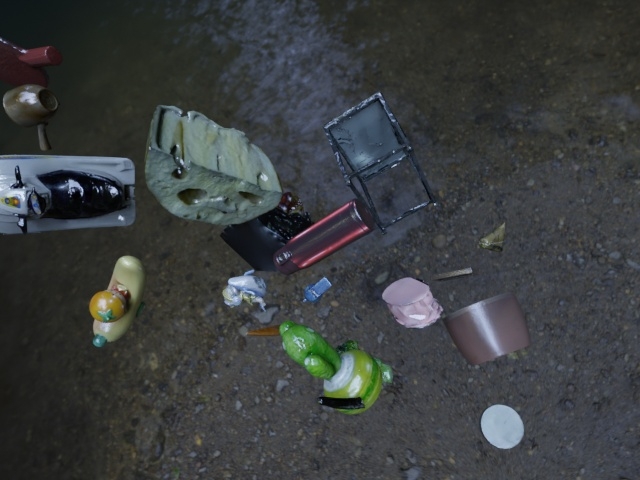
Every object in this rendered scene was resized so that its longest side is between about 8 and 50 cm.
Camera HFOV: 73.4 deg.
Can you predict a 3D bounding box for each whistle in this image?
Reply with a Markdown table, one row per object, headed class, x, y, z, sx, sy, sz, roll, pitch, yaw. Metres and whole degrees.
| class | x | y | z | sx | sy | sz | roll | pitch | yaw |
| --- | --- | --- | --- | --- | --- | --- | --- | --- | --- |
| whistle | -0.017 | 0.223 | 1.906 | 0.158 | 0.090 | 0.090 | -40 | 52 | 8 |

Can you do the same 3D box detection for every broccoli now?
| class | x | y | z | sx | sy | sz | roll | pitch | yaw |
| --- | --- | --- | --- | --- | --- | --- | --- | --- | --- |
| broccoli | 0.155 | 0.547 | 1.721 | 0.269 | 0.269 | 0.254 | -14 | 22 | 16 |

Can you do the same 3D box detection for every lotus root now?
| class | x | y | z | sx | sy | sz | roll | pitch | yaw |
| --- | --- | --- | --- | --- | --- | --- | --- | --- | --- |
| lotus root | -0.187 | -0.114 | 0.714 | 0.138 | 0.235 | 0.119 | -42 | 46 | 28 |

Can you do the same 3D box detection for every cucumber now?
| class | x | y | z | sx | sy | sz | roll | pitch | yaw |
| --- | --- | --- | --- | --- | --- | --- | --- | --- | --- |
| cucumber | 0.055 | 0.427 | 1.126 | 0.135 | 0.033 | 0.034 | 6 | 86 | -17 |

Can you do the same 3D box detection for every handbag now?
| class | x | y | z | sx | sy | sz | roll | pitch | yaw |
| --- | --- | --- | --- | --- | --- | --- | --- | --- | --- |
| handbag | 0.341 | 0.231 | 1.608 | 0.179 | 0.116 | 0.205 | -31 | 21 | -15 |

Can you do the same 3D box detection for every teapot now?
| class | x | y | z | sx | sy | sz | roll | pitch | yaw |
| --- | --- | --- | --- | --- | --- | --- | --- | --- | --- |
| teapot | -0.489 | -0.217 | 0.755 | 0.080 | 0.110 | 0.085 | -8 | 23 | 19 |

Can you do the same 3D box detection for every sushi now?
| class | x | y | z | sx | sy | sz | roll | pitch | yaw |
| --- | --- | --- | --- | --- | --- | --- | --- | --- | --- |
| sushi | -0.126 | -0.034 | 1.261 | 0.212 | 0.215 | 0.227 | -50 | 10 | -34 |

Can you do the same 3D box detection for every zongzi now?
| class | x | y | z | sx | sy | sz | roll | pitch | yaw |
| --- | --- | --- | --- | --- | --- | --- | --- | --- | --- |
| zongzi | 0.451 | -0.015 | 1.118 | 0.040 | 0.076 | 0.083 | 22 | 98 | 56 |

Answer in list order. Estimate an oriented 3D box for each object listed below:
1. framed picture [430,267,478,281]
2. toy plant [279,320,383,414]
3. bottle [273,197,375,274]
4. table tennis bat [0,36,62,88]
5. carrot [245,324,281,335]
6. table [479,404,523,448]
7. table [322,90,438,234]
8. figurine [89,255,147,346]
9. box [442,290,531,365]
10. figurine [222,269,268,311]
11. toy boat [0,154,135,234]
| class | x | y | z | sx | sy | sz | roll | pitch | yaw |
| --- | --- | --- | --- | --- | --- | --- | --- | --- | --- |
| framed picture | 0.561 | 0.145 | 1.795 | 0.168 | 0.128 | 0.023 | -15 | 74 | 29 |
| toy plant | 0.014 | 0.351 | 1.221 | 0.184 | 0.316 | 0.224 | -52 | 17 | 0 |
| bottle | 0.000 | 0.000 | 0.654 | 0.164 | 0.060 | 0.060 | -31 | 51 | 24 |
| table tennis bat | -0.738 | -0.432 | 1.031 | 0.310 | 0.200 | 0.038 | 7 | 71 | 24 |
| carrot | -0.236 | 0.394 | 1.851 | 0.048 | 0.216 | 0.048 | -4 | 83 | 40 |
| table | 0.599 | 0.617 | 1.429 | 0.133 | 0.043 | 0.133 | -3 | 68 | 7 |
| table | 0.203 | -0.244 | 1.422 | 0.222 | 0.335 | 0.272 | -28 | 54 | 14 |
| figurine | -0.670 | 0.196 | 1.412 | 0.124 | 0.222 | 0.324 | 26 | 113 | -1 |
| box | 0.660 | 0.353 | 1.694 | 0.301 | 0.301 | 0.216 | -22 | 69 | 10 |
| figurine | -0.292 | 0.210 | 1.724 | 0.184 | 0.208 | 0.128 | -30 | 41 | 18 |
| toy boat | -0.447 | -0.075 | 0.730 | 0.141 | 0.269 | 0.141 | 9 | 104 | 38 |
